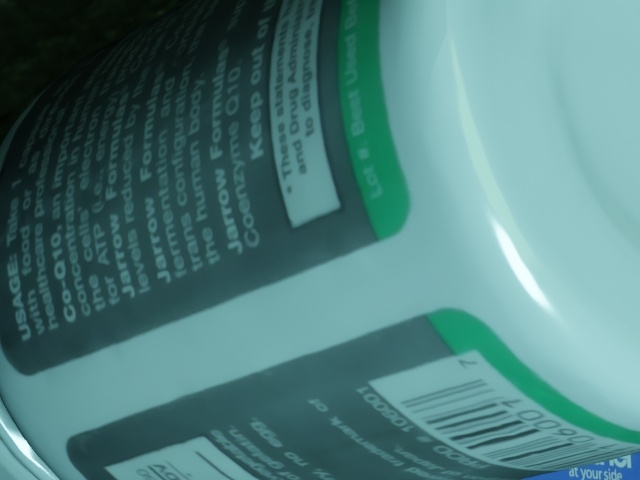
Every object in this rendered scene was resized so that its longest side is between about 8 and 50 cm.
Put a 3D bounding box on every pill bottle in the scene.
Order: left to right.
[{"bbox_3d":[0.000,0.000,0.725,0.204,0.361,0.204,13,68,-36],"label":"pill bottle"}]

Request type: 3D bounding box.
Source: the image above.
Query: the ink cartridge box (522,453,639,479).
[{"bbox_3d":[0.082,0.186,0.933,0.185,0.065,0.311,11,68,-37],"label":"ink cartridge box"}]
